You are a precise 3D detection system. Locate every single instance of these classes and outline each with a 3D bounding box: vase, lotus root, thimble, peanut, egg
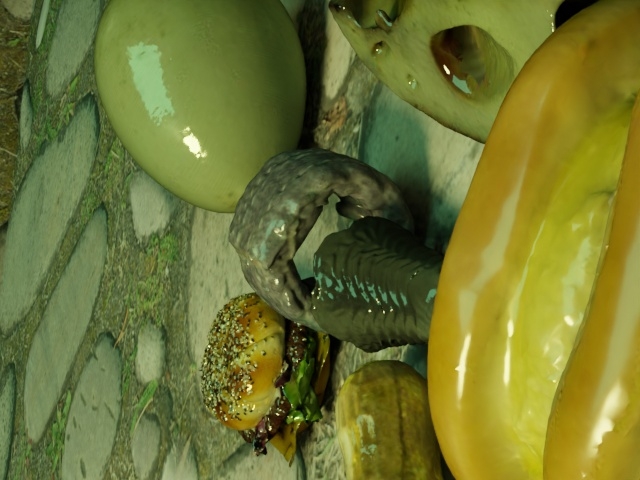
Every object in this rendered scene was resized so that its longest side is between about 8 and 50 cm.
[{"bbox_3d":[0.092,0.045,0.915,0.237,0.115,0.115,11,91,63],"label":"vase"},{"bbox_3d":[0.150,-0.163,0.844,0.210,0.142,0.314,-40,23,-3],"label":"lotus root"},{"bbox_3d":[0.002,-0.002,1.070,0.098,0.150,0.150,34,112,64],"label":"thimble"},{"bbox_3d":[0.056,0.187,0.954,0.087,0.087,0.207,-50,37,48],"label":"peanut"},{"bbox_3d":[-0.121,-0.160,1.308,0.218,0.218,0.295,-51,46,47],"label":"egg"}]

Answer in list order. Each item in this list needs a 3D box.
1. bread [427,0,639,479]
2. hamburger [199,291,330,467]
[{"bbox_3d":[0.180,0.033,0.598,0.270,0.211,0.316,-142,62,-62],"label":"bread"},{"bbox_3d":[-0.055,0.120,1.210,0.189,0.093,0.164,25,103,63],"label":"hamburger"}]
